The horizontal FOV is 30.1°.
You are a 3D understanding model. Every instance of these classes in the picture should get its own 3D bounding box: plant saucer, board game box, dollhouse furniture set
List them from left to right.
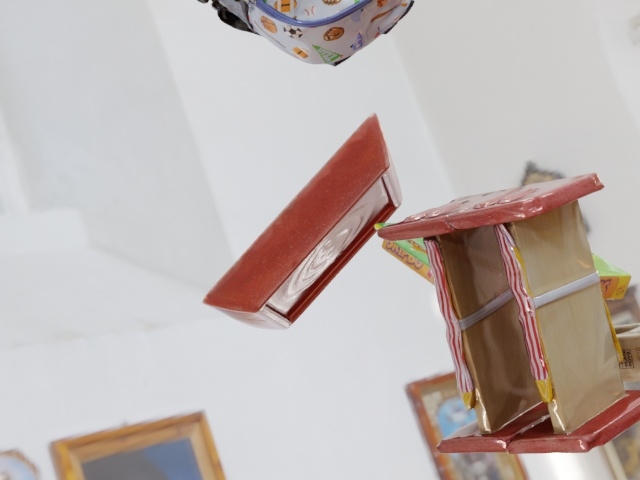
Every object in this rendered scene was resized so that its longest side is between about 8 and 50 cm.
[{"bbox_3d":[0.000,0.000,1.300,0.259,0.048,0.258,-48,-12,-2],"label":"plant saucer"},{"bbox_3d":[0.181,0.021,1.190,0.259,0.124,0.039,4,-68,-38],"label":"board game box"},{"bbox_3d":[0.247,0.033,1.041,0.374,0.201,0.152,-18,5,-43],"label":"dollhouse furniture set"}]

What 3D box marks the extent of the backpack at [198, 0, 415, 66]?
[{"bbox_3d":[-0.008,-0.379,1.606,0.276,0.263,0.213,-44,-19,-6],"label":"backpack"}]
